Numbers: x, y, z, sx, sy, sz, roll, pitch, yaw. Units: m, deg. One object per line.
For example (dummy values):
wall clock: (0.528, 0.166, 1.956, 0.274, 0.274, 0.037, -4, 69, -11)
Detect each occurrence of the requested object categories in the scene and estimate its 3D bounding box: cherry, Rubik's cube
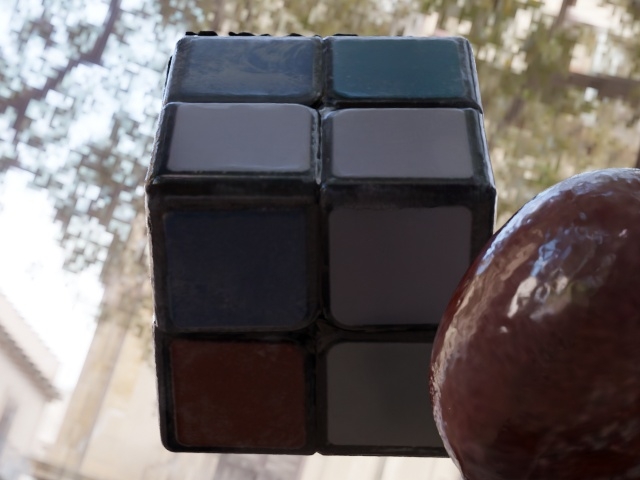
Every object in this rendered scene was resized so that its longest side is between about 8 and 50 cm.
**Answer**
cherry: (0.203, 0.066, 1.114, 0.236, 0.285, 0.213, 57, -4, -26)
Rubik's cube: (0.000, 0.000, 1.560, 0.316, 0.318, 0.313, 1, -57, 2)

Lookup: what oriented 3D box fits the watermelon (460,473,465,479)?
watermelon: (0.181, 0.205, 1.460, 0.109, 0.109, 0.109, 15, -21, 6)
